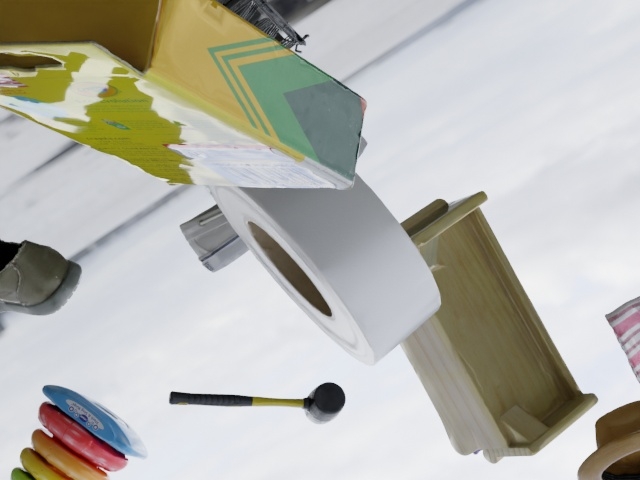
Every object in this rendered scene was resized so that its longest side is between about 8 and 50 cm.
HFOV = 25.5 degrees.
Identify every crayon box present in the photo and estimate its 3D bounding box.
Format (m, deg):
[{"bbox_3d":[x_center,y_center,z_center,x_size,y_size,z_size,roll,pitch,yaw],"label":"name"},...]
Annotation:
[{"bbox_3d":[-0.131,-0.122,1.076,0.202,0.081,0.318,3,168,33],"label":"crayon box"}]

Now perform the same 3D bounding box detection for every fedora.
[{"bbox_3d":[0.411,0.257,1.806,0.194,0.079,0.194,-10,145,-7],"label":"fedora"}]

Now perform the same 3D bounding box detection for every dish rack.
[{"bbox_3d":[-0.111,-0.291,1.738,0.074,0.208,0.271,-46,-167,0],"label":"dish rack"}]

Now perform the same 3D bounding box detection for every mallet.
[{"bbox_3d":[-0.065,0.170,1.516,0.190,0.039,0.062,6,159,-19],"label":"mallet"}]

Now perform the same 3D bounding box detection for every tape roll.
[{"bbox_3d":[0.000,0.000,1.546,0.100,0.286,0.286,-41,-173,-10],"label":"tape roll"}]

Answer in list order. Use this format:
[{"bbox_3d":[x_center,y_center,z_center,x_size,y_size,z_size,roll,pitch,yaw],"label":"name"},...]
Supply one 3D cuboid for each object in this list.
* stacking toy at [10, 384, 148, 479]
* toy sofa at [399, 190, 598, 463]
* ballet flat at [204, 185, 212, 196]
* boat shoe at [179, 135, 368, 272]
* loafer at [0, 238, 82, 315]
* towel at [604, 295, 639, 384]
[{"bbox_3d":[-0.418,0.379,2.146,0.302,0.175,0.166,-54,167,-7],"label":"stacking toy"},{"bbox_3d":[0.215,0.124,1.997,0.150,0.362,0.177,-33,-173,-30],"label":"toy sofa"},{"bbox_3d":[-0.148,-0.167,2.096,0.147,0.408,0.147,-9,154,-5],"label":"ballet flat"},{"bbox_3d":[-0.062,-0.070,1.829,0.267,0.088,0.096,-37,-170,-1],"label":"boat shoe"},{"bbox_3d":[-0.367,0.030,1.576,0.251,0.087,0.094,-6,-133,42],"label":"loafer"},{"bbox_3d":[0.496,0.150,1.947,0.144,0.197,0.029,-29,-163,6],"label":"towel"}]
